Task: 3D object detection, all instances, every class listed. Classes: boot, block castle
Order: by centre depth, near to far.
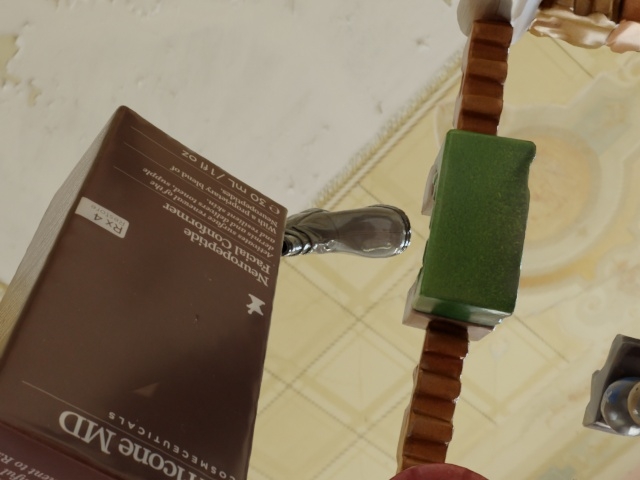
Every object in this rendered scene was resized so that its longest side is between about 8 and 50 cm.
[{"bbox_3d":[0.200,0.009,0.549,0.303,0.213,0.453,12,-105,1],"label":"block castle"},{"bbox_3d":[0.000,0.000,1.435,0.161,0.247,0.083,-16,-77,-46],"label":"boot"}]

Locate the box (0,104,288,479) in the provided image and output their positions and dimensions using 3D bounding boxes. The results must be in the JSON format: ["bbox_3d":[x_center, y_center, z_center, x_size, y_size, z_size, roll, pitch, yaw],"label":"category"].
[{"bbox_3d":[-0.153,0.073,0.761,0.191,0.381,0.143,32,-56,-19],"label":"box"}]

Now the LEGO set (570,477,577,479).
[{"bbox_3d":[0.094,0.285,0.738,0.287,0.132,0.107,-42,-108,-11],"label":"LEGO set"}]
